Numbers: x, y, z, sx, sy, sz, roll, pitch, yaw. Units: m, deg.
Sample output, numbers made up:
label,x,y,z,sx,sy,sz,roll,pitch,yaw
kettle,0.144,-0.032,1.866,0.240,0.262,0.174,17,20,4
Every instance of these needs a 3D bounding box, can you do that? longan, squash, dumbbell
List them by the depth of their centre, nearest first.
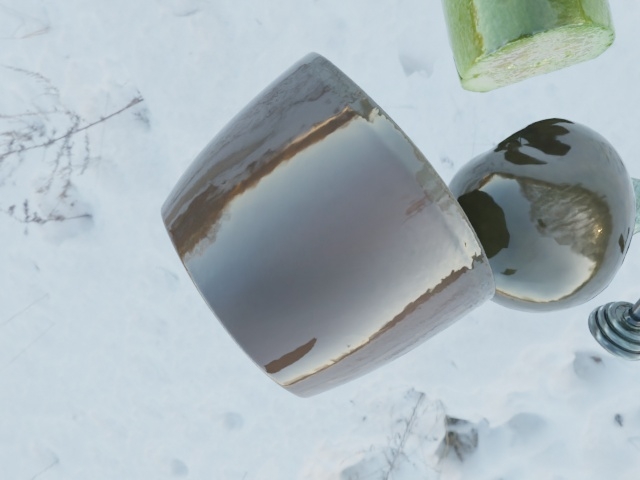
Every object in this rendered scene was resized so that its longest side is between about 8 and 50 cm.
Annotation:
label,x,y,z,sx,sy,sz,roll,pitch,yaw
longan,0.259,-0.027,0.714,0.215,0.246,0.246,-18,112,43
squash,0.287,-0.420,0.886,0.234,0.210,0.308,-14,82,24
dumbbell,0.825,0.147,1.465,0.179,0.179,0.406,20,134,6

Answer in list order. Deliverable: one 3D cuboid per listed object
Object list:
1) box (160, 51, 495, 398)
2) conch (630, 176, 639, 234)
label,x,y,z,sx,sy,sz,roll,pitch,yaw
box,0.000,0.000,0.585,0.216,0.301,0.301,-39,103,0
conch,0.675,-0.065,1.239,0.234,0.114,0.137,26,160,-19
